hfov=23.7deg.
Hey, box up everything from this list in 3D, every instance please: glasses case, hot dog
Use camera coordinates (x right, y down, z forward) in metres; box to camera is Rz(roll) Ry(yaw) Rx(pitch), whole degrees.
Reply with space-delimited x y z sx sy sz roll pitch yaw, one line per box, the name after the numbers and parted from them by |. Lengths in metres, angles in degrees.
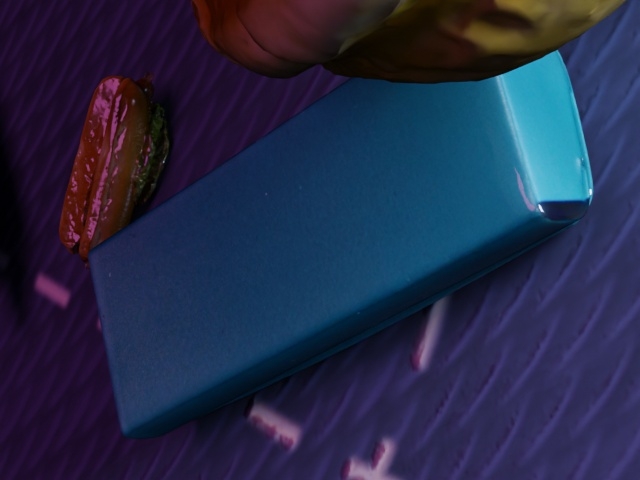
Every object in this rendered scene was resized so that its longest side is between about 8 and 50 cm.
0.001 0.002 0.785 0.301 0.070 0.117 -28 64 36 | glasses case
-0.128 -0.043 0.959 0.056 0.041 0.133 29 107 48 | hot dog

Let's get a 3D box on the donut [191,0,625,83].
0.075 -0.248 0.598 0.449 0.198 0.449 -51 16 20 | donut
